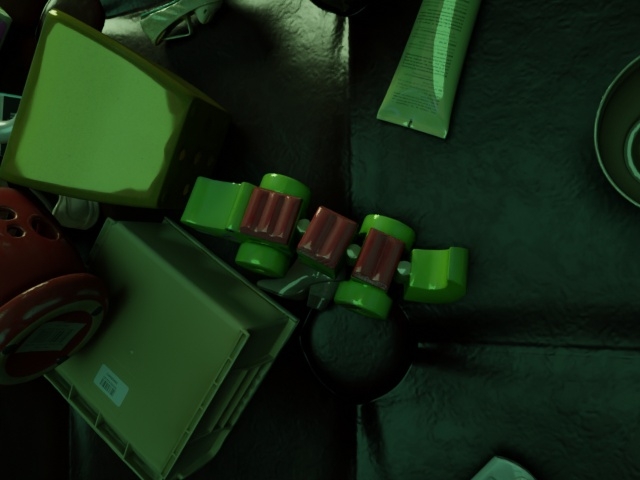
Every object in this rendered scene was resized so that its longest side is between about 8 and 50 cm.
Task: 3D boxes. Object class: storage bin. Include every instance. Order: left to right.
[{"bbox_3d":[-0.215,0.143,0.726,0.262,0.123,0.261,35,102,20],"label":"storage bin"}]

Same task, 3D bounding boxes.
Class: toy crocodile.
[{"bbox_3d":[0.000,0.000,0.615,0.340,0.105,0.115,21,76,9],"label":"toy crocodile"}]

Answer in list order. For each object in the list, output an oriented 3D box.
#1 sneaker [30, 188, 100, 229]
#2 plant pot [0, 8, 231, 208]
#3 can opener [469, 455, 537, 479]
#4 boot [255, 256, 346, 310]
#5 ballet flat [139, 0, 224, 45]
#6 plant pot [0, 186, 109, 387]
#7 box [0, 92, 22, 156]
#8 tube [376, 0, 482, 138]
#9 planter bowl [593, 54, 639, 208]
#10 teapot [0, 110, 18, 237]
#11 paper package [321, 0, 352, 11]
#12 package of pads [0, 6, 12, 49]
[{"bbox_3d":[-0.427,-0.115,0.839,0.080,0.094,0.212,-38,74,19],"label":"sneaker"},{"bbox_3d":[-0.244,-0.143,0.712,0.187,0.212,0.213,22,97,8],"label":"plant pot"},{"bbox_3d":[0.138,0.350,0.590,0.074,0.093,0.280,43,109,18],"label":"can opener"},{"bbox_3d":[-0.022,0.037,0.694,0.118,0.042,0.087,16,88,22],"label":"boot"},{"bbox_3d":[-0.186,-0.330,0.774,0.168,0.057,0.053,-14,111,26],"label":"ballet flat"},{"bbox_3d":[-0.366,0.064,0.625,0.174,0.191,0.191,45,105,15],"label":"plant pot"},{"bbox_3d":[-0.603,-0.197,0.834,0.060,0.244,0.101,31,113,55],"label":"box"},{"bbox_3d":[0.142,-0.248,0.625,0.070,0.062,0.241,40,115,64],"label":"tube"},{"bbox_3d":[0.342,-0.094,0.501,0.161,0.109,0.162,-1,87,23],"label":"planter bowl"},{"bbox_3d":[-0.493,-0.035,0.686,0.256,0.186,0.253,-35,37,57],"label":"teapot"},{"bbox_3d":[0.000,-0.506,0.604,0.309,0.168,0.325,-44,72,28],"label":"paper package"},{"bbox_3d":[-0.684,-0.324,0.845,0.101,0.296,0.229,39,104,32],"label":"package of pads"}]
